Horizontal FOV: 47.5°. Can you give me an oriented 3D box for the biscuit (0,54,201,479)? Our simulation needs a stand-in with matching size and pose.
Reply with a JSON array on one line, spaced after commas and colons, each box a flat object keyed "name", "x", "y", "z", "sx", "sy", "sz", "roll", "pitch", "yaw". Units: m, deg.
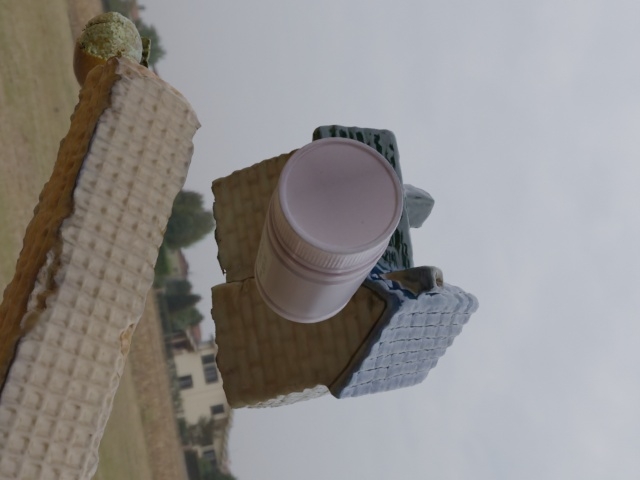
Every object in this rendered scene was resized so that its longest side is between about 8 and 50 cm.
[{"name": "biscuit", "x": -0.172, "y": 0.037, "z": 0.522, "sx": 0.054, "sy": 0.094, "sz": 0.379, "roll": -12, "pitch": -122, "yaw": 40}]

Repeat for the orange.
[{"name": "orange", "x": -0.358, "y": -0.316, "z": 1.260, "sx": 0.156, "sy": 0.134, "sz": 0.157, "roll": -167, "pitch": -90, "yaw": -68}]

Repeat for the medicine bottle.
[{"name": "medicine bottle", "x": 0.000, "y": 0.000, "z": 0.800, "sx": 0.250, "sy": 0.133, "sz": 0.133, "roll": 114, "pitch": -36, "yaw": -69}]

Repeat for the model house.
[{"name": "model house", "x": 0.067, "y": 0.052, "z": 1.294, "sx": 0.399, "sy": 0.395, "sz": 0.446, "roll": -19, "pitch": -107, "yaw": 34}]
